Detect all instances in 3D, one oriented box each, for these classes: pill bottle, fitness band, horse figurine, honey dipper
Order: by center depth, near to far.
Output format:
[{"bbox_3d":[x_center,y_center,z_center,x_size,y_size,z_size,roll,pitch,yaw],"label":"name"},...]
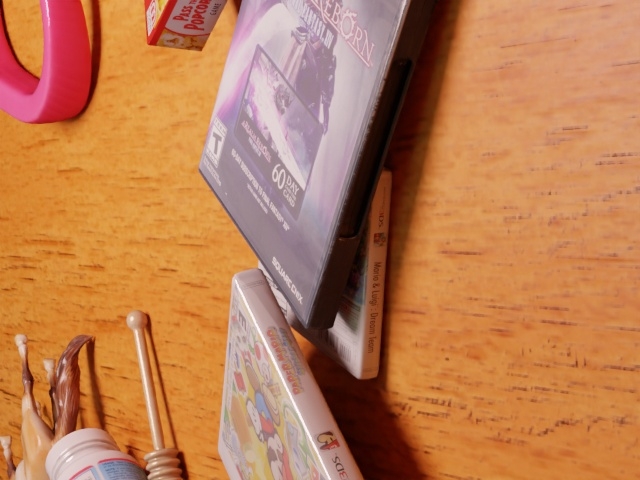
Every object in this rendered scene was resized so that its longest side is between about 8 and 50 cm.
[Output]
[{"bbox_3d":[-0.142,0.136,1.550,0.030,0.030,0.161,-41,57,58],"label":"honey dipper"},{"bbox_3d":[-0.177,0.236,1.577,0.160,0.087,0.087,54,141,43],"label":"pill bottle"},{"bbox_3d":[-0.278,-0.219,1.697,0.291,0.054,0.209,32,125,58],"label":"fitness band"},{"bbox_3d":[-0.259,0.202,1.751,0.263,0.066,0.174,112,147,-47],"label":"horse figurine"}]

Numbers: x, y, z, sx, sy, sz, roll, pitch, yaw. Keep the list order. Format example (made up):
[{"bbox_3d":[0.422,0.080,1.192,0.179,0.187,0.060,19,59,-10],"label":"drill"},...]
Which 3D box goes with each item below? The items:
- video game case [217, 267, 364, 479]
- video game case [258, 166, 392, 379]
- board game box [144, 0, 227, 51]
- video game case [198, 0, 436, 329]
[{"bbox_3d":[-0.021,0.165,1.276,0.227,0.026,0.206,99,150,-51],"label":"video game case"},{"bbox_3d":[0.000,0.000,1.253,0.157,0.019,0.143,34,125,56],"label":"video game case"},{"bbox_3d":[-0.078,-0.246,1.281,0.193,0.045,0.147,125,143,-54],"label":"board game box"},{"bbox_3d":[-0.006,-0.109,1.202,0.196,0.026,0.274,54,137,46],"label":"video game case"}]
